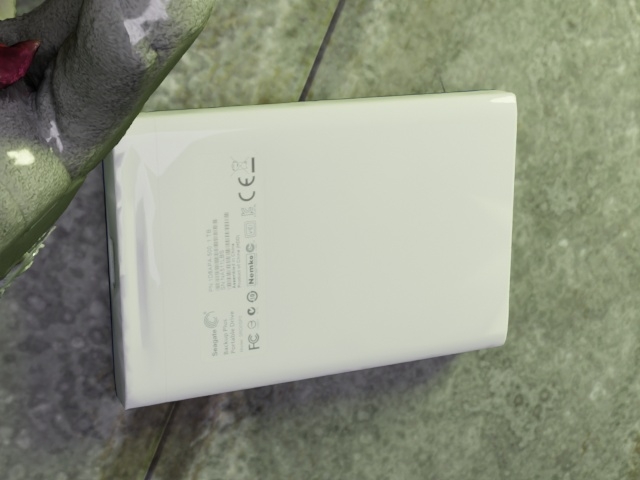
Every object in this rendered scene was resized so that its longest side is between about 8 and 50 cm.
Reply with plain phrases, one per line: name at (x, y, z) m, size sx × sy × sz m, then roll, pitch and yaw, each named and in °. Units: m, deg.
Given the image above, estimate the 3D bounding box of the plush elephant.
plush elephant at (-0.249, -0.092, 0.585) m, size 0.255 × 0.330 × 0.272 m, roll 43°, pitch 70°, yaw -5°

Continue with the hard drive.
hard drive at (0.000, 0.000, 0.828) m, size 0.318 × 0.040 × 0.210 m, roll -7°, pitch 106°, yaw -23°
